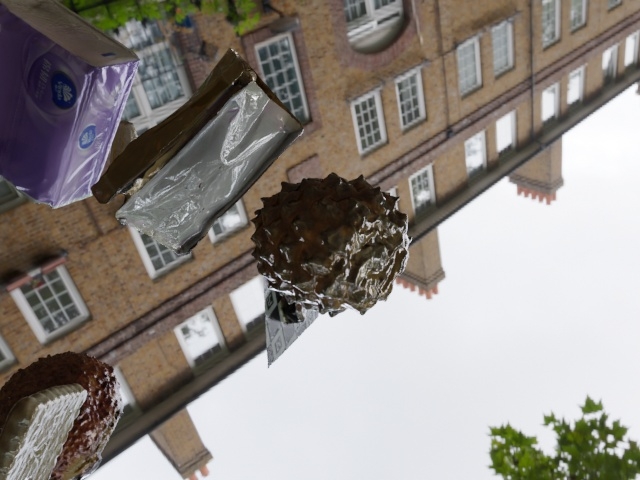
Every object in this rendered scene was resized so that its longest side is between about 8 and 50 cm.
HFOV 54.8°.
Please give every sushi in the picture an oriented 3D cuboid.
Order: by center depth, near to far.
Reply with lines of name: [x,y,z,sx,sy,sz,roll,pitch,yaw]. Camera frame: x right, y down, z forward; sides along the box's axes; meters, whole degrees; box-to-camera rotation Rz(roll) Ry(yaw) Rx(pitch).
sushi: [-0.035,0.090,1.473,0.069,0.339,0.320,4,-166,21]

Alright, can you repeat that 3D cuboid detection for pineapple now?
pineapple: [0.000,0.000,0.677,0.166,0.166,0.193,-35,-151,-29]

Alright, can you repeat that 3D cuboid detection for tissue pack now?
tissue pack: [-0.530,-0.262,1.203,0.242,0.338,0.160,34,-151,7]

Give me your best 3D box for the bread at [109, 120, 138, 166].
bread: [-0.494,-0.207,1.528,0.077,0.152,0.105,9,-143,37]

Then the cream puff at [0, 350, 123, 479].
cream puff: [-0.592,0.387,1.334,0.350,0.228,0.350,-22,-142,19]

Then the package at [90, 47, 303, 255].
package: [-0.219,-0.163,1.003,0.311,0.165,0.221,-43,-119,10]

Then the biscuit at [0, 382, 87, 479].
biscuit: [-0.421,0.350,0.823,0.044,0.217,0.325,21,-98,1]
